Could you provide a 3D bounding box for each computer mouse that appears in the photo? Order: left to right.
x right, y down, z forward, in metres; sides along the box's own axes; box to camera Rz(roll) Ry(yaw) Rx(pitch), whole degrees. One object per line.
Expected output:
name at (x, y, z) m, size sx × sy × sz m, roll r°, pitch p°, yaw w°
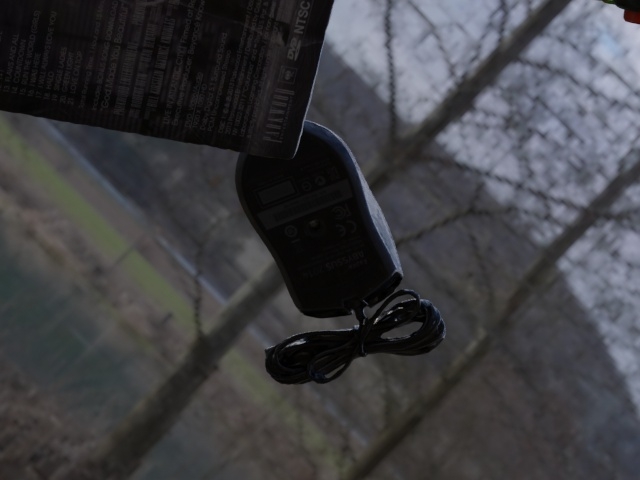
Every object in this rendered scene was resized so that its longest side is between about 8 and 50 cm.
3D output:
computer mouse at (0.000, 0.000, 1.481) m, size 0.072 × 0.188 × 0.272 m, roll -75°, pitch 148°, yaw -68°

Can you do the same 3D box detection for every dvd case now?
dvd case at (-0.097, -0.123, 0.533) m, size 0.221 × 0.165 × 0.018 m, roll 9°, pitch 24°, yaw -15°

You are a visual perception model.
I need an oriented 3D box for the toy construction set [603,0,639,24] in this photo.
toy construction set at (0.315, -0.235, 1.171) m, size 0.215 × 0.151 × 0.327 m, roll 0°, pitch 4°, yaw -11°
